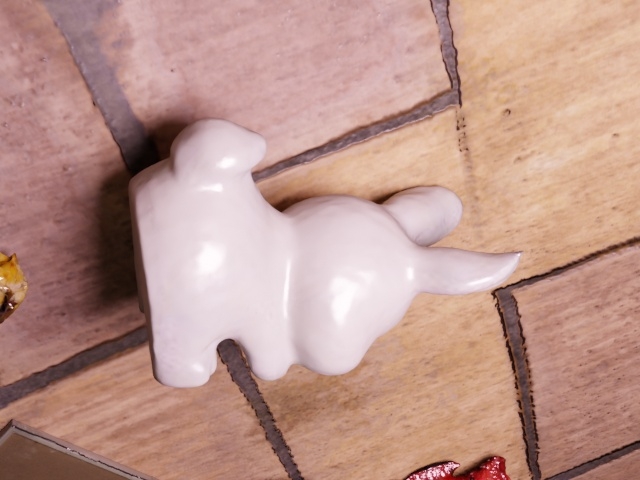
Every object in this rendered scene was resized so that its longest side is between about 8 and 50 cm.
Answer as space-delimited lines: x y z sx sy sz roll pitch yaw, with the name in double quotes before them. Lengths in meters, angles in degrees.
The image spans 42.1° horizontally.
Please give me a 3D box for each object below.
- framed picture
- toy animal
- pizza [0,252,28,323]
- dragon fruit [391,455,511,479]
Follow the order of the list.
"framed picture" -0.334 0.328 1.043 0.184 0.016 0.250 -45 126 14
"toy animal" -0.005 0.008 0.819 0.368 0.196 0.241 4 121 -19
"pizza" -0.455 0.042 0.761 0.251 0.074 0.288 -41 126 11
"dragon fruit" 0.192 0.374 1.241 0.192 0.122 0.092 -33 167 1
